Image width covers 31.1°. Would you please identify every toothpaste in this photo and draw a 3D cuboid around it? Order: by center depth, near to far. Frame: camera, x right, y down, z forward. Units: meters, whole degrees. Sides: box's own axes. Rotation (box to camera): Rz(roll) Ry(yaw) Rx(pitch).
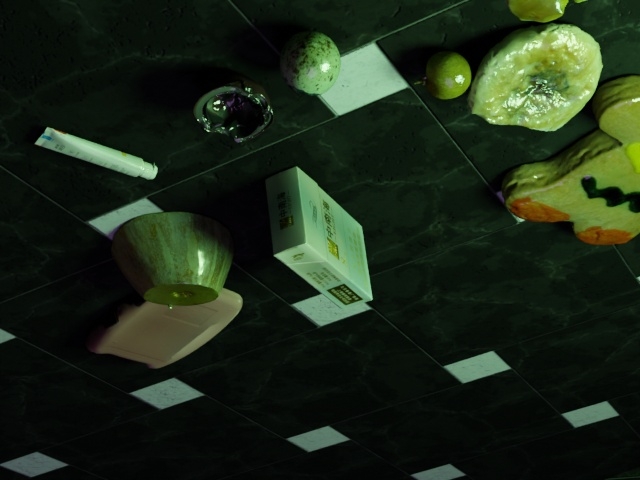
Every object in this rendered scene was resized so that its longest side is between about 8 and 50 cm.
[{"bbox_3d":[-0.340,-0.132,1.762,0.190,0.031,0.048,18,144,-30],"label":"toothpaste"}]

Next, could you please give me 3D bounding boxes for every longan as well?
[{"bbox_3d":[0.175,-0.237,1.656,0.083,0.075,0.075,-12,149,-3],"label":"longan"}]

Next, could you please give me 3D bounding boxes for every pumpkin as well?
[{"bbox_3d":[-0.253,0.053,2.002,0.218,0.110,0.217,-8,148,-5],"label":"pumpkin"}]

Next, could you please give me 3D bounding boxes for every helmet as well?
[{"bbox_3d":[-0.126,-0.201,1.652,0.123,0.070,0.098,28,129,-34],"label":"helmet"}]

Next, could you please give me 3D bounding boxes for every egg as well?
[{"bbox_3d":[-0.015,-0.242,1.593,0.085,0.085,0.110,-3,156,-7],"label":"egg"}]

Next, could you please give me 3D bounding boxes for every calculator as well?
[{"bbox_3d":[-0.300,0.161,2.234,0.220,0.048,0.330,22,135,-37],"label":"calculator"}]

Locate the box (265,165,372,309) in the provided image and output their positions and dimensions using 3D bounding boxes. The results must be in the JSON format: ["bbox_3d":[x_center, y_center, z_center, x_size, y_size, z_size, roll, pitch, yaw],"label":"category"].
[{"bbox_3d":[0.000,0.000,1.930,0.067,0.155,0.243,-22,147,20],"label":"box"}]

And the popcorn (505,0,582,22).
[{"bbox_3d":[0.238,-0.368,1.299,0.251,0.237,0.206,-36,-165,-17],"label":"popcorn"}]

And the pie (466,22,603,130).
[{"bbox_3d":[0.321,-0.244,1.689,0.218,0.052,0.185,3,132,-25],"label":"pie"}]

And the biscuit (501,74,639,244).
[{"bbox_3d":[0.517,-0.120,1.921,0.368,0.076,0.394,17,142,-35],"label":"biscuit"}]
